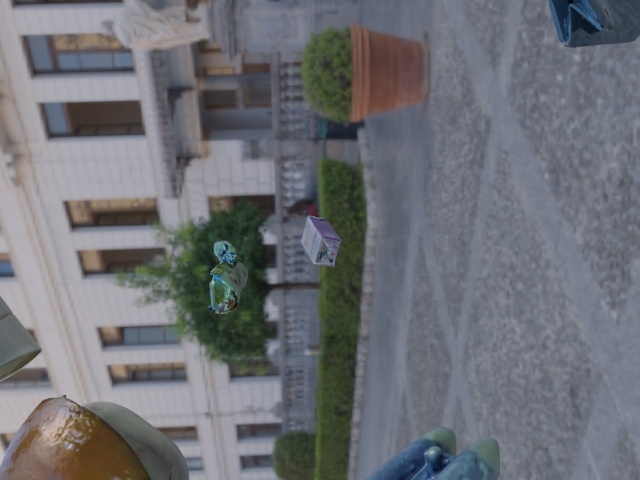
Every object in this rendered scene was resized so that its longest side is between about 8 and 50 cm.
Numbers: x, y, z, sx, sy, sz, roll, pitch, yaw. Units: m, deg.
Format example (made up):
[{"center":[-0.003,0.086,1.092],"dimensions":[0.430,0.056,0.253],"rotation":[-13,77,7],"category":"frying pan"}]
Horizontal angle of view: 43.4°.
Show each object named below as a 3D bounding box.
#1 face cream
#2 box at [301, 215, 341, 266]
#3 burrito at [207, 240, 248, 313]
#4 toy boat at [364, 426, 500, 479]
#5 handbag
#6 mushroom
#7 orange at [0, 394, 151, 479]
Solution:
[{"center":[-0.694,0.128,1.505],"dimensions":[0.348,0.173,0.081],"rotation":[49,167,8],"category":"face cream"},{"center":[0.000,0.000,1.289],"dimensions":[0.117,0.036,0.051],"rotation":[-119,43,-68],"category":"box"},{"center":[-0.155,0.053,1.336],"dimensions":[0.288,0.054,0.104],"rotation":[-107,13,-86],"category":"burrito"},{"center":[0.132,0.405,1.285],"dimensions":[0.123,0.330,0.215],"rotation":[58,157,-14],"category":"toy boat"},{"center":[0.351,-0.318,1.009],"dimensions":[0.057,0.221,0.144],"rotation":[-27,85,47],"category":"handbag"},{"center":[-0.433,0.500,1.739],"dimensions":[0.315,0.315,0.356],"rotation":[-94,19,-50],"category":"mushroom"},{"center":[-0.361,0.389,1.216],"dimensions":[0.274,0.274,0.310],"rotation":[-104,34,-82],"category":"orange"}]
